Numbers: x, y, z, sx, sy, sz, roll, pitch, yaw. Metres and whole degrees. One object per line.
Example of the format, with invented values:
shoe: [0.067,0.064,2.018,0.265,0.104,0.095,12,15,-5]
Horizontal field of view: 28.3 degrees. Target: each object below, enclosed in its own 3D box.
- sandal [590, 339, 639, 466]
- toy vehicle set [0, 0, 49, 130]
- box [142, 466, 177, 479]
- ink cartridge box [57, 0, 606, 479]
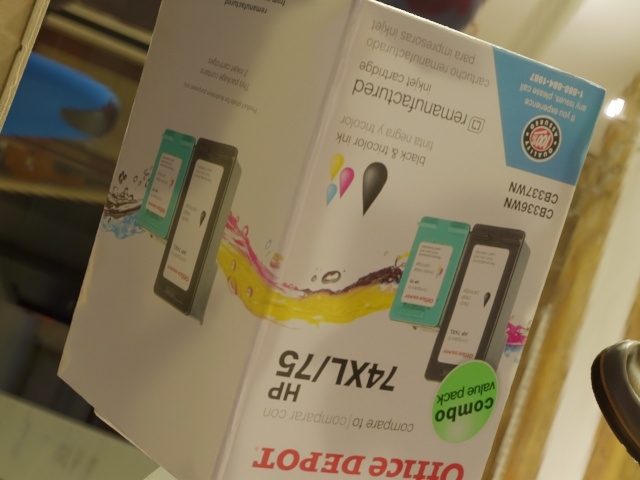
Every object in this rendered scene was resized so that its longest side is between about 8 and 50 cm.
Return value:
sandal: [0.219,0.131,0.633,0.060,0.090,0.219,-47,-125,28]
toy vehicle set: [-0.247,-0.190,0.796,0.267,0.166,0.035,-64,-161,20]
box: [-0.080,0.257,0.804,0.182,0.119,0.181,-33,117,-56]
ink cartridge box: [0.000,0.000,0.756,0.197,0.198,0.270,25,-79,51]
